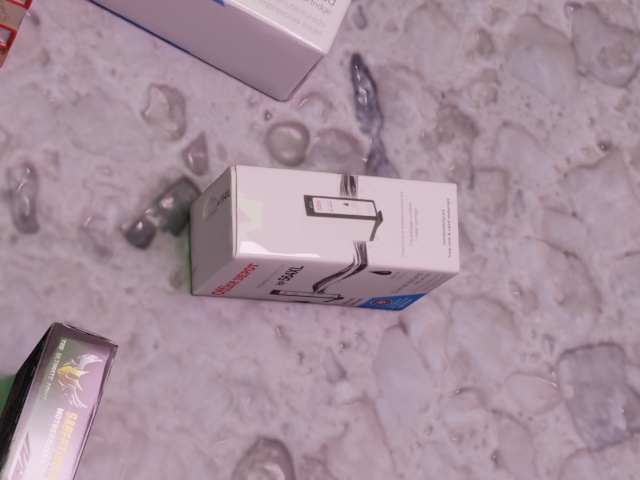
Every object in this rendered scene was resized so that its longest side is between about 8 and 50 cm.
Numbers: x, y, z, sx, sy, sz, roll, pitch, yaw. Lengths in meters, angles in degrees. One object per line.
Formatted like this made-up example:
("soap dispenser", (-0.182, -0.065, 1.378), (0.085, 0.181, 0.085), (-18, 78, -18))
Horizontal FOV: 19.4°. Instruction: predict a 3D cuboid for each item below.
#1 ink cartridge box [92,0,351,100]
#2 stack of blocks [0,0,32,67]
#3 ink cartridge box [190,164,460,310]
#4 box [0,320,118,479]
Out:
("ink cartridge box", (-0.054, -0.321, 1.722), (0.223, 0.129, 0.307), (27, 66, -9))
("stack of blocks", (-0.256, -0.321, 1.628), (0.087, 0.171, 0.297), (21, 67, -12))
("ink cartridge box", (0.000, 0.000, 1.629), (0.203, 0.148, 0.086), (4, 74, -18))
("box", (-0.235, 0.196, 1.465), (0.056, 0.183, 0.231), (22, 67, -11))
